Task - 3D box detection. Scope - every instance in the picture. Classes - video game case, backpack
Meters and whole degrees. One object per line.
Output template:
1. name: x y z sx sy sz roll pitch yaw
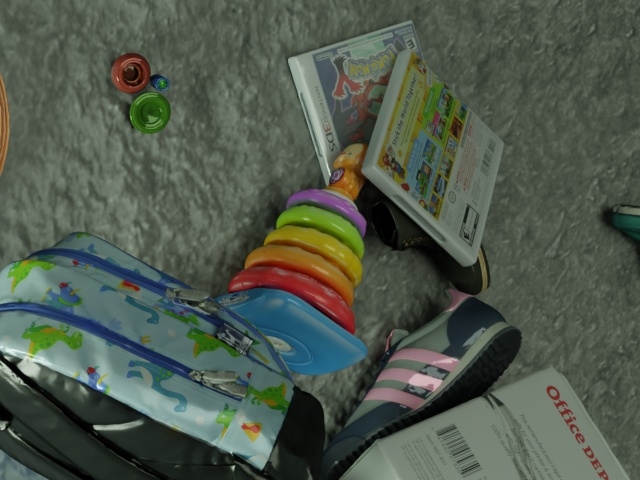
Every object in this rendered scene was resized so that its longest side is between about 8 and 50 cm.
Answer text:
1. video game case: 0.067 -0.181 1.967 0.201 0.023 0.183 -22 99 -32
2. video game case: 0.152 -0.110 1.945 0.206 0.026 0.227 41 46 -26
3. backpack: -0.194 0.157 1.508 0.355 0.290 0.273 16 62 -15

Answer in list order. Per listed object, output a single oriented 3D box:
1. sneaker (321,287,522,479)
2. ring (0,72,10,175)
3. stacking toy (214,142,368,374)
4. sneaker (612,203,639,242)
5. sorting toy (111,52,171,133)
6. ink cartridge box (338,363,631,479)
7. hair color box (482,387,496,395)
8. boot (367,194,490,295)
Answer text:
1. sneaker: 0.108 0.191 1.936 0.319 0.131 0.112 -37 144 -12
2. ring: -0.500 -0.133 1.600 0.336 0.032 0.337 3 84 -33
3. stacking toy: 0.000 0.000 1.839 0.165 0.175 0.302 36 63 -27
4. sneaker: 0.536 0.033 2.210 0.275 0.107 0.110 34 79 -26
5. sorting toy: -0.215 -0.181 1.783 0.061 0.042 0.102 -27 114 -15
6. ink cartridge box: 0.214 0.318 1.844 0.307 0.129 0.223 -18 68 -34
7. hair color box: 0.225 0.252 2.023 0.167 0.053 0.093 29 73 -26
8. boot: 0.136 0.008 1.946 0.198 0.077 0.137 57 40 -6
